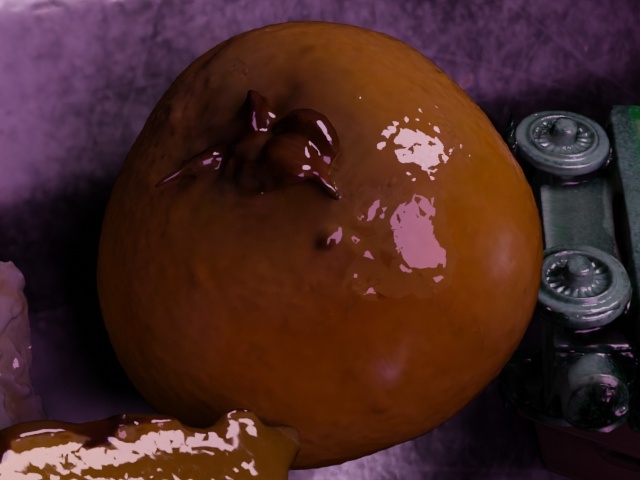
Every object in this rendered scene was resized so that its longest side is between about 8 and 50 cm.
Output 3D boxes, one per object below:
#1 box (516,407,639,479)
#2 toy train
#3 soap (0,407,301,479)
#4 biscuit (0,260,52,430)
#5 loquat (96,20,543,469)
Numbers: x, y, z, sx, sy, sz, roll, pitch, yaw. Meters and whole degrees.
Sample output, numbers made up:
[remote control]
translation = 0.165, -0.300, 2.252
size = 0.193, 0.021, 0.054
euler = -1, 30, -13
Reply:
[box]
translation = 0.291, 0.112, 1.425
size = 0.215, 0.215, 0.086
euler = -29, 115, -30
[toy train]
translation = 0.221, 0.015, 1.339
size = 0.202, 0.301, 0.120
euler = 1, 127, 0
[soap]
translation = -0.153, 0.227, 1.090
size = 0.259, 0.281, 0.143
euler = -1, 50, -34
[biscuit]
translation = -0.212, 0.087, 1.140
size = 0.265, 0.040, 0.188
euler = 57, 31, -38
[loquat]
translation = 0.000, 0.000, 1.189
size = 0.275, 0.275, 0.274
euler = -1, 92, -34
